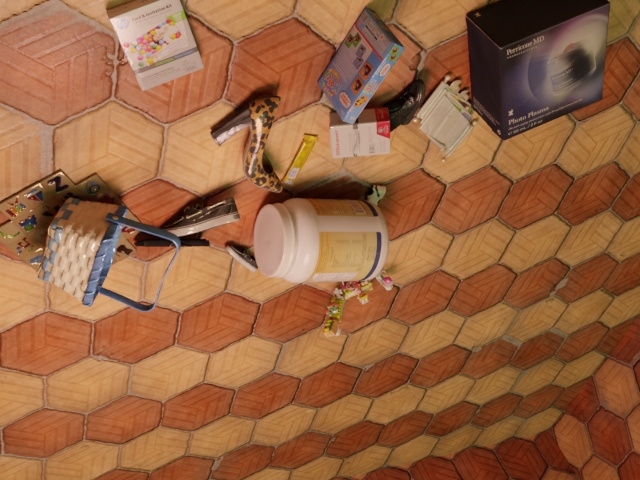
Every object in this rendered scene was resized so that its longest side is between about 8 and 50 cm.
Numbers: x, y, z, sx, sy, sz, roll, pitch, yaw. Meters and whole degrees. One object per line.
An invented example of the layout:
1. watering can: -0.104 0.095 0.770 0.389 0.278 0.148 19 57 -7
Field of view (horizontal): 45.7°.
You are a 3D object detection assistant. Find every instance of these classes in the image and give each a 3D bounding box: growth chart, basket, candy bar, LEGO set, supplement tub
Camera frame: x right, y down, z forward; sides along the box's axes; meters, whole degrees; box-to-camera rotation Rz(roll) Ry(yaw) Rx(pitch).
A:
1. growth chart: 0.341 -0.326 2.033 0.172 0.021 0.237 -47 139 3
2. basket: -0.496 0.035 1.792 0.289 0.201 0.254 25 124 -8
3. candy bar: -0.056 -0.205 1.963 0.040 0.018 0.161 8 130 -31
4. LEGO set: 0.085 0.164 2.353 0.287 0.132 0.107 -37 139 -23
5. supplement tub: 0.000 0.000 2.052 0.317 0.228 0.228 0 133 -29

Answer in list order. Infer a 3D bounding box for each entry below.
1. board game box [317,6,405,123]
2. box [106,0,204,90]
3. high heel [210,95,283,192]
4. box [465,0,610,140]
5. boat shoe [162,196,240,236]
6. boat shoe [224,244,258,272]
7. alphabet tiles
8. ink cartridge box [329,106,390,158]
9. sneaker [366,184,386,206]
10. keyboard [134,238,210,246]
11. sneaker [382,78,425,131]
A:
1. board game box: 0.087 -0.396 1.726 0.039 0.160 0.211 12 127 -39
2. box: -0.336 -0.413 1.568 0.145 0.038 0.186 -22 139 -6
3. high heel: -0.116 -0.228 1.842 0.186 0.093 0.261 -32 132 15
4. box: 0.537 -0.452 1.895 0.297 0.182 0.294 -24 137 -5
5. boat shoe: -0.312 -0.057 1.940 0.220 0.070 0.078 -15 -179 13
6. boat shoe: -0.216 0.043 2.126 0.040 0.049 0.142 -50 140 -3
7. alphabet tiles: -0.608 -0.026 1.856 0.285 0.011 0.342 -29 140 1
8. ink cartridge box: 0.098 -0.270 1.915 0.151 0.063 0.109 -4 138 1
9. sneaker: 0.145 -0.117 2.163 0.044 0.040 0.109 15 123 -19
10. keyboard: -0.377 0.006 1.960 0.180 0.108 0.023 -1 92 -35
11. sneaker: 0.199 -0.337 1.936 0.089 0.051 0.170 -8 144 -26
